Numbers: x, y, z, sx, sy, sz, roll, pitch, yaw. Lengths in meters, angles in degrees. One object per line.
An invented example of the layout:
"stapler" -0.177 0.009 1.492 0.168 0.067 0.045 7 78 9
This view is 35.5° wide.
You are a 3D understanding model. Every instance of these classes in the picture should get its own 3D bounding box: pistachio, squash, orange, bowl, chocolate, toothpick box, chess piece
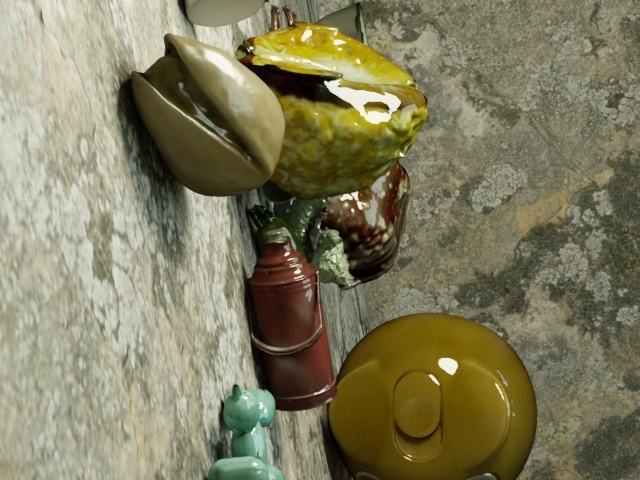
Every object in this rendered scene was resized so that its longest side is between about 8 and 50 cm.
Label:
"pistachio" -0.106 -0.114 0.954 0.226 0.136 0.136 49 31 -65
"squash" -0.048 0.052 1.468 0.066 0.066 0.252 -90 169 -58
"orange" 0.005 -0.173 1.415 0.368 0.271 0.210 -91 -173 -68
"bowl" 0.036 -0.381 2.407 0.354 0.185 0.354 -10 90 -84
"chocolate" 0.042 -0.036 1.810 0.340 0.225 0.210 69 25 -61
"toothpick box" 0.218 0.345 1.961 0.425 0.409 0.409 35 45 -73
"chess piece" -0.070 -0.107 1.572 0.103 0.067 0.067 -109 -175 -61

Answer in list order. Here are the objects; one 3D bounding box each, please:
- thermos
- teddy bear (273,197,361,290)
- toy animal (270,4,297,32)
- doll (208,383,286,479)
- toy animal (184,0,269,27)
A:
"thermos" -0.040 0.097 1.312 0.124 0.099 0.232 -57 138 -76
"teddy bear" -0.018 0.005 1.611 0.133 0.111 0.213 17 -45 58
"toy animal" -0.066 -0.346 1.957 0.224 0.066 0.229 -46 132 -83
"doll" -0.073 0.223 0.993 0.158 0.059 0.159 66 17 -75
"toy animal" -0.128 -0.385 1.209 0.131 0.104 0.221 54 27 -76
